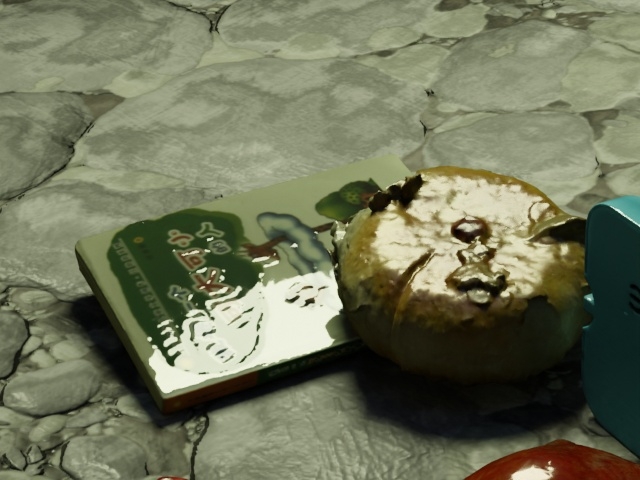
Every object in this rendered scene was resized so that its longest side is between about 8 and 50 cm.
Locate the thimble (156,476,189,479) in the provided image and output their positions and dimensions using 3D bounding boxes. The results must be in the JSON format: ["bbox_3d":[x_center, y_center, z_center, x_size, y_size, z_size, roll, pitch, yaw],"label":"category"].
[{"bbox_3d":[-0.119,0.276,1.505,0.189,0.163,0.125,-34,44,-29],"label":"thimble"}]

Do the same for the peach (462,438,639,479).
[{"bbox_3d":[0.183,0.248,1.448,0.232,0.232,0.257,4,51,15],"label":"peach"}]

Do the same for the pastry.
[{"bbox_3d":[0.140,0.029,1.870,0.257,0.121,0.236,-18,43,-20],"label":"pastry"}]

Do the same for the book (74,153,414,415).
[{"bbox_3d":[-0.031,0.033,1.987,0.371,0.043,0.260,-17,40,-19],"label":"book"}]

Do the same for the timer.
[{"bbox_3d":[0.322,0.095,1.677,0.091,0.232,0.250,-20,36,-26],"label":"timer"}]
